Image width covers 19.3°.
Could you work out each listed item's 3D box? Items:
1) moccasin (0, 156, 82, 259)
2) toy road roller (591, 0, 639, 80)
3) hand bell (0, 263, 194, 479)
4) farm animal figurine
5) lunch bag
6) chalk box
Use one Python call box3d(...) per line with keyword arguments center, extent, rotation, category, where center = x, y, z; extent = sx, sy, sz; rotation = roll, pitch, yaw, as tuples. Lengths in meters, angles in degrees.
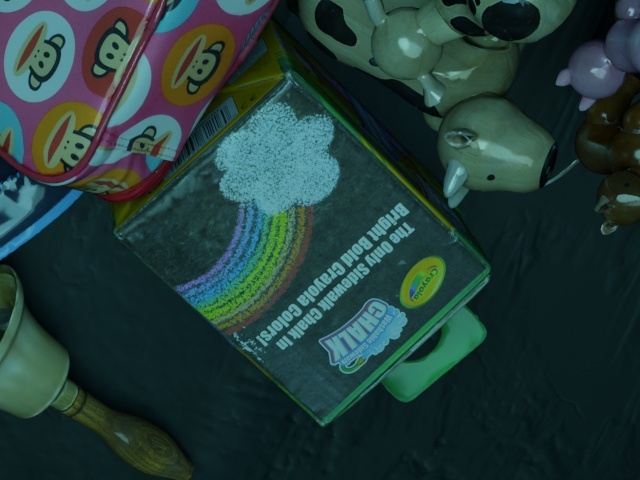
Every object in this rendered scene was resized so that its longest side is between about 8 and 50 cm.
box3d(center=(-0.333, -0.008, 1.396), extent=(0.342, 0.138, 0.117), rotation=(-28, 109, 3), category="moccasin")
box3d(center=(0.373, -0.150, 1.380), extent=(0.329, 0.240, 0.202), rotation=(18, 109, -15), category="toy road roller")
box3d(center=(-0.191, 0.133, 1.505), extent=(0.242, 0.126, 0.126), rotation=(37, 103, -32), category="hand bell")
box3d(center=(0.102, -0.125, 1.259), extent=(0.172, 0.326, 0.330), rotation=(-50, 145, -9), category="farm animal figurine")
box3d(center=(-0.160, -0.199, 1.302), extent=(0.293, 0.258, 0.120), rotation=(-56, 151, 11), category="lunch bag")
box3d(center=(0.000, 0.000, 1.425), extent=(0.180, 0.179, 0.289), rotation=(-42, 113, 9), category="chalk box")
